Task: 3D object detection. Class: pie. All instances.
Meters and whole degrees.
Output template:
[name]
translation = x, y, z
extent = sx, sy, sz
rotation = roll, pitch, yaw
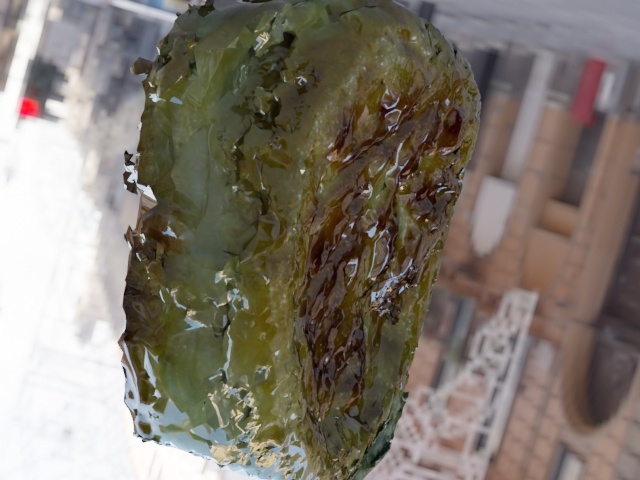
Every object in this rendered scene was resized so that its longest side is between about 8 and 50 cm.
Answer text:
[pie]
translation = 0.000, 0.000, 0.993
extent = 0.103, 0.288, 0.354
rotation = 15, 172, 29
